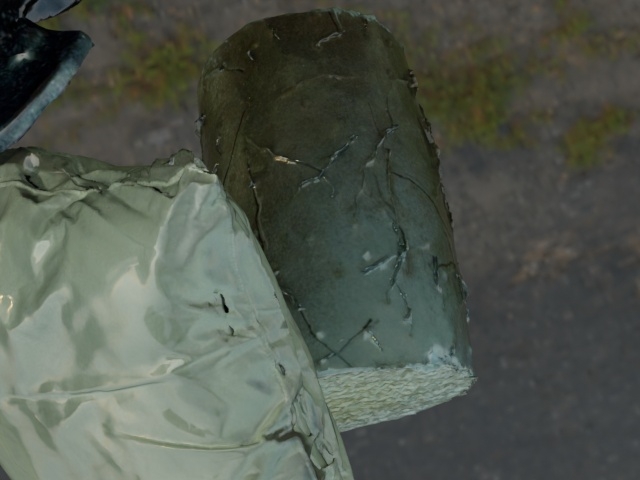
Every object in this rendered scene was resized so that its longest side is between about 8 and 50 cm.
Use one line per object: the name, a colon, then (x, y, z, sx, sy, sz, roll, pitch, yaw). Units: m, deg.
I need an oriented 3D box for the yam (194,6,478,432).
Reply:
yam: (0.000, 0.000, 1.450, 0.241, 0.348, 0.241, -5, 153, -2)

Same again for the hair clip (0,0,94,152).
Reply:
hair clip: (-0.252, -0.145, 1.010, 0.194, 0.310, 0.206, -1, 133, 53)

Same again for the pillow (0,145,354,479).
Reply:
pillow: (-0.104, 0.083, 1.017, 0.138, 0.283, 0.310, -39, 115, -37)
